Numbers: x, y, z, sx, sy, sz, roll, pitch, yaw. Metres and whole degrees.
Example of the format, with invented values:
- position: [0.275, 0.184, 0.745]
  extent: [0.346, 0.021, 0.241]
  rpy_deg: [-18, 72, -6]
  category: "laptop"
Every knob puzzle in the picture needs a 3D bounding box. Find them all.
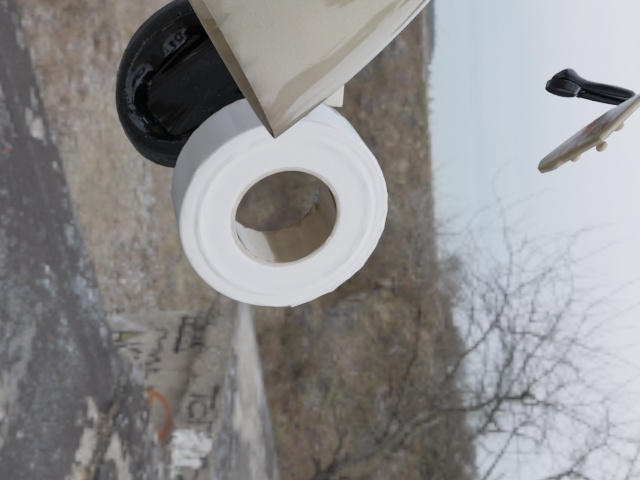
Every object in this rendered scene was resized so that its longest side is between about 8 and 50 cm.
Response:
- position: [0.419, -0.153, 1.477]
  extent: [0.030, 0.213, 0.213]
  rpy_deg: [52, 8, -3]
  category: "knob puzzle"

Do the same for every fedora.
- position: [-0.187, -0.269, 1.641]
  extent: [0.152, 0.334, 0.333]
  rpy_deg: [15, 74, -69]
  category: "fedora"

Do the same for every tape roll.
- position: [-0.056, -0.051, 1.277]
  extent: [0.100, 0.286, 0.286]
  rpy_deg: [-118, -159, -56]
  category: "tape roll"

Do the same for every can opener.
- position: [0.569, -0.313, 1.979]
  extent: [0.059, 0.186, 0.073]
  rpy_deg: [70, 40, -62]
  category: "can opener"

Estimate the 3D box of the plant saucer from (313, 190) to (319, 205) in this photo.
- position: [0.000, 0.000, 1.854]
  extent: [0.018, 0.067, 0.191]
  rpy_deg: [-3, 107, -42]
  category: "plant saucer"

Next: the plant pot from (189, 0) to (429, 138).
- position: [0.007, -0.280, 0.958]
  extent: [0.256, 0.274, 0.256]
  rpy_deg: [60, -2, 4]
  category: "plant pot"

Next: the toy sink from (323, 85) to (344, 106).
- position: [-0.083, -0.351, 2.013]
  extent: [0.234, 0.153, 0.131]
  rpy_deg: [-1, 97, -45]
  category: "toy sink"
